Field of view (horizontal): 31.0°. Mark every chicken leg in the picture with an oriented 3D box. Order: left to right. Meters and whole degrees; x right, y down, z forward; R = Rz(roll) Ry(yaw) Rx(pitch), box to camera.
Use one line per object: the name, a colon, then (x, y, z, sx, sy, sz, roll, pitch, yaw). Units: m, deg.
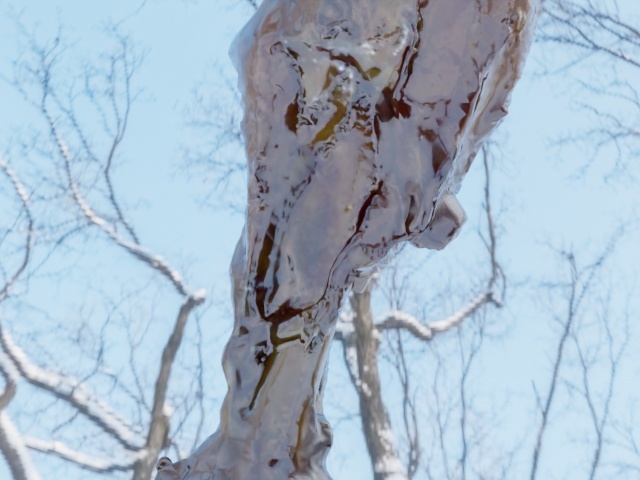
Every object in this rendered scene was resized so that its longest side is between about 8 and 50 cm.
chicken leg: (0.000, 0.000, 0.424, 0.113, 0.093, 0.304, 15, -100, 11)
